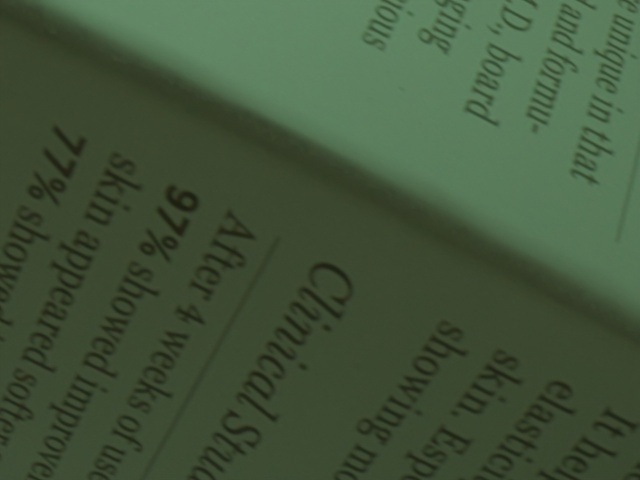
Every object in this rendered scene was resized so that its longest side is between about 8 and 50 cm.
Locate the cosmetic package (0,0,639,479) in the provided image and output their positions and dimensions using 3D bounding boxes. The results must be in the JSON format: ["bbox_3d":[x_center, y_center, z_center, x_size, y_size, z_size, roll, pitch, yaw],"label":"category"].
[{"bbox_3d":[0.000,0.000,0.622,0.329,0.394,0.327,-59,5,41],"label":"cosmetic package"}]
